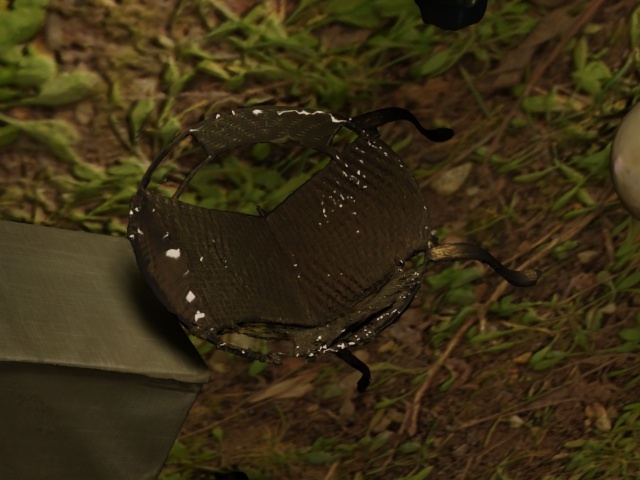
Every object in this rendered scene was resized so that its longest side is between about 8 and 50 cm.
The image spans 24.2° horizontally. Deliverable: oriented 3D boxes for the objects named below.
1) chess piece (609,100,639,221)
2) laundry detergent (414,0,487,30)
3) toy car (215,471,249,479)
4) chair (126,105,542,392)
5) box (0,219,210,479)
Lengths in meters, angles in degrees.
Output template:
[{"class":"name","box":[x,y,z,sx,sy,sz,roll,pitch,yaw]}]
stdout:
[{"class":"chess piece","box":[0.315,-0.040,1.065,0.261,0.142,0.142,16,127,-31]},{"class":"laundry detergent","box":[0.090,-0.223,0.728,0.215,0.105,0.280,-18,140,-12]},{"class":"toy car","box":[-0.044,0.265,1.244,0.108,0.089,0.210,-39,144,26]},{"class":"chair","box":[0.000,0.000,0.902,0.149,0.174,0.213,-40,151,24]},{"class":"box","box":[-0.215,0.081,0.866,0.231,0.155,0.149,9,120,-37]}]
